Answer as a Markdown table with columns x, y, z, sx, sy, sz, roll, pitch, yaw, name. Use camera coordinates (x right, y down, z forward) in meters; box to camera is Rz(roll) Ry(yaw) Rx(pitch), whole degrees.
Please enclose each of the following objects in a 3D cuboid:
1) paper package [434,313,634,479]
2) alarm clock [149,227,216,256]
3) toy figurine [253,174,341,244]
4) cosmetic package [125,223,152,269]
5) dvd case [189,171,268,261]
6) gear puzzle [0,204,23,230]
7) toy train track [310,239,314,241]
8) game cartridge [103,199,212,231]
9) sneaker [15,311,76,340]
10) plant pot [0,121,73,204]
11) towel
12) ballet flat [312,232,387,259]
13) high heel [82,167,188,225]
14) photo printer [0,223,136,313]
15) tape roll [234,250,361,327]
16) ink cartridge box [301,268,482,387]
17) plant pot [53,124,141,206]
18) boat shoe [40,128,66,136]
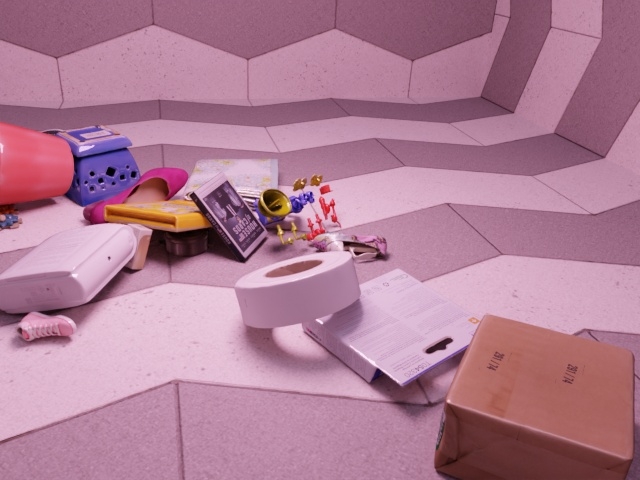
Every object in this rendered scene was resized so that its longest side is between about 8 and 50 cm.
| x | y | z | sx | sy | sz | roll | pitch | yaw | name |
| --- | --- | --- | --- | --- | --- | --- | --- | --- | --- |
| 0.400 | 0.309 | 1.084 | 0.310 | 0.168 | 0.325 | 13 | 29 | 22 | paper package |
| -0.414 | -0.004 | 1.726 | 0.192 | 0.064 | 0.129 | -10 | 30 | -18 | alarm clock |
| -0.125 | -0.070 | 1.841 | 0.217 | 0.191 | 0.362 | -18 | 3 | 35 | toy figurine |
| -0.507 | 0.017 | 1.605 | 0.060 | 0.115 | 0.041 | 21 | 10 | 29 | cosmetic package |
| -0.265 | -0.073 | 1.726 | 0.030 | 0.238 | 0.179 | -31 | 12 | 29 | dvd case |
| -1.073 | -0.110 | 1.871 | 0.175 | 0.044 | 0.339 | -14 | 32 | -31 | gear puzzle |
| 0.000 | 0.000 | 1.813 | 0.083 | 0.014 | 0.048 | 9 | 27 | 13 | toy train track |
| -0.430 | -0.082 | 1.767 | 0.285 | 0.052 | 0.324 | 9 | 13 | 27 | game cartridge |
| -0.619 | 0.201 | 1.309 | 0.134 | 0.051 | 0.070 | 8 | 29 | 16 | sneaker |
| -0.949 | -0.241 | 1.868 | 0.275 | 0.274 | 0.243 | 25 | 20 | 37 | plant pot |
| -0.312 | -0.214 | 2.118 | 0.321 | 0.090 | 0.374 | 2 | 27 | -4 | towel |
| 0.088 | 0.022 | 1.729 | 0.222 | 0.077 | 0.079 | 2 | 46 | -3 | ballet flat |
| -0.557 | -0.129 | 1.877 | 0.377 | 0.127 | 0.181 | -34 | 33 | -30 | high heel |
| -0.628 | 0.057 | 1.478 | 0.256 | 0.107 | 0.307 | -8 | 25 | 14 | photo printer |
| -0.053 | 0.111 | 1.379 | 0.286 | 0.100 | 0.286 | -13 | 9 | 2 | tape roll |
| 0.181 | 0.206 | 1.367 | 0.324 | 0.071 | 0.330 | -19 | 36 | -34 | ink cartridge box |
| -0.786 | -0.274 | 2.046 | 0.236 | 0.212 | 0.236 | -22 | 36 | -40 | plant pot |
| -1.015 | -0.373 | 2.322 | 0.303 | 0.114 | 0.091 | 8 | 22 | 11 | boat shoe |
